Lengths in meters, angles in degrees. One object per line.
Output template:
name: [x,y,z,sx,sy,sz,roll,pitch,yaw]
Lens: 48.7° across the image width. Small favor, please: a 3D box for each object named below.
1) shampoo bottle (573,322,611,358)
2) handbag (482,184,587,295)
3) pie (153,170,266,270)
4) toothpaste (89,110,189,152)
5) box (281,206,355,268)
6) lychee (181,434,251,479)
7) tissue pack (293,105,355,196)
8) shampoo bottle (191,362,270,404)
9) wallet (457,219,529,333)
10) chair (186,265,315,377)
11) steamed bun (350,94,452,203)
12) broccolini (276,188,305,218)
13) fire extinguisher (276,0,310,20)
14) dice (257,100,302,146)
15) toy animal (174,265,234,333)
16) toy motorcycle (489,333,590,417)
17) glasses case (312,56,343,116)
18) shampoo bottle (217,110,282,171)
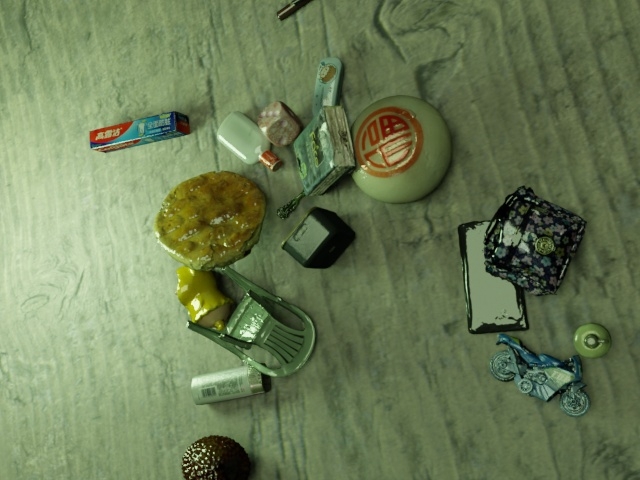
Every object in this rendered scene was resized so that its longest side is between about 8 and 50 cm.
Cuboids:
shampoo bottle: [0.608,0.224,1.581,0.079,0.162,0.079,-3,83,23]
handbag: [0.494,-0.001,1.662,0.208,0.127,0.228,26,92,7]
pie: [-0.302,-0.060,1.969,0.340,0.083,0.339,-6,52,8]
toothpaste: [-0.559,-0.332,2.177,0.321,0.076,0.066,-9,84,22]
box: [0.000,0.000,1.842,0.090,0.201,0.144,43,100,17]
lychee: [-0.284,0.608,1.905,0.188,0.188,0.187,-3,83,22]
tissue pack: [0.007,-0.230,1.861,0.073,0.235,0.173,-6,78,-23]
shampoo bottle: [-0.253,0.402,1.978,0.228,0.056,0.086,-16,75,20]
wallet: [0.423,0.086,1.747,0.146,0.030,0.285,-8,81,22]
chair: [-0.170,0.229,1.873,0.191,0.275,0.203,24,81,45]
steamed bun: [0.190,-0.236,1.799,0.283,0.177,0.282,-3,83,23]
broccolini: [-0.070,-0.115,1.981,0.140,0.030,0.035,-46,34,7]
fire extinguisher: [-0.052,-0.689,2.022,0.173,0.049,0.035,-30,66,17]
dice: [-0.114,-0.324,1.966,0.091,0.094,0.093,-40,40,16]
toy animal: [-0.323,0.165,1.984,0.156,0.156,0.229,-31,77,17]
toy motorcycle: [0.518,0.304,1.653,0.255,0.092,0.135,24,85,32]
glasses case: [0.021,-0.421,1.961,0.067,0.045,0.178,8,87,22]
shampoo bottle: [-0.199,-0.276,2.034,0.221,0.051,0.108,41,98,22]
